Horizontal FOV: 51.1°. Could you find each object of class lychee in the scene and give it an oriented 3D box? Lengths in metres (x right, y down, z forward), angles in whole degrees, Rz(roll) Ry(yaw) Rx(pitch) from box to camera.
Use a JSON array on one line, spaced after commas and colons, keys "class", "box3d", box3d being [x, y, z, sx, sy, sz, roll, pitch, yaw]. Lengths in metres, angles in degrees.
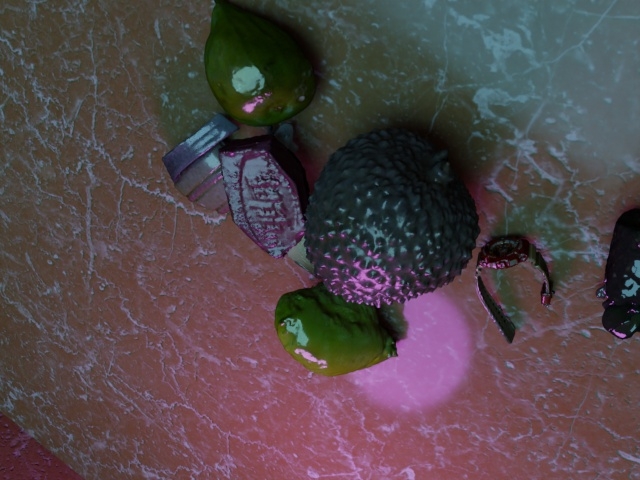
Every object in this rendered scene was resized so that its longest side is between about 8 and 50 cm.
[{"class": "lychee", "box3d": [0.145, -0.044, 1.443, 0.380, 0.380, 0.432, 41, 135, 0]}]

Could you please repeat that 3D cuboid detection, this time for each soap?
[{"class": "soap", "box3d": [-0.118, -0.098, 1.561, 0.182, 0.112, 0.289, -5, 117, 12]}]

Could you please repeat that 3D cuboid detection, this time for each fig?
[{"class": "fig", "box3d": [-0.162, -0.392, 1.515, 0.314, 0.233, 0.233, 42, 132, 34]}]

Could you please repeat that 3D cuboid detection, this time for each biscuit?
[{"class": "biscuit", "box3d": [0.000, 0.000, 1.733, 0.121, 0.040, 0.199, 37, 128, 0]}]

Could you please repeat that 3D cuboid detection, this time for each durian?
[{"class": "durian", "box3d": [0.026, 0.229, 1.727, 0.204, 0.340, 0.255, -17, 85, 52]}]

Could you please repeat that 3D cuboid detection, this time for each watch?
[{"class": "watch", "box3d": [0.457, 0.116, 1.558, 0.165, 0.102, 0.268, -19, 115, 31]}]

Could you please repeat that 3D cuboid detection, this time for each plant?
[{"class": "plant", "box3d": [0.673, 0.082, 1.365, 0.199, 0.188, 0.276, 8, 120, 23]}]

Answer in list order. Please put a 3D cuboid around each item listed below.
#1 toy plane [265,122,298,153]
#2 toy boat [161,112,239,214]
[{"class": "toy plane", "box3d": [-0.140, -0.161, 1.629, 0.182, 0.107, 0.273, 38, 100, -21]}, {"class": "toy boat", "box3d": [-0.279, -0.168, 1.733, 0.276, 0.111, 0.293, -12, 115, 29]}]
